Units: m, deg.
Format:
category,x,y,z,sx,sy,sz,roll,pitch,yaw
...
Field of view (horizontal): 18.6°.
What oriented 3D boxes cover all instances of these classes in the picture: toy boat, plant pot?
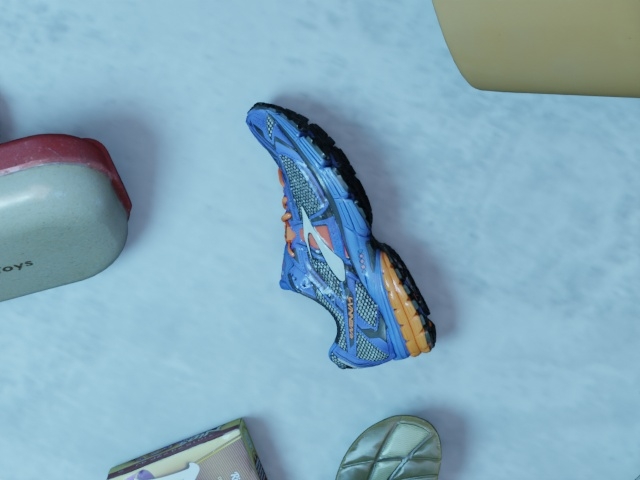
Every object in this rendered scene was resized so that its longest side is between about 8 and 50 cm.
category,x,y,z,sx,sy,sz,roll,pitch,yaw
toy boat,-0.259,-0.041,1.412,0.231,0.151,0.151,-14,64,0
plant pot,0.184,-0.216,1.328,0.203,0.291,0.291,-11,95,17

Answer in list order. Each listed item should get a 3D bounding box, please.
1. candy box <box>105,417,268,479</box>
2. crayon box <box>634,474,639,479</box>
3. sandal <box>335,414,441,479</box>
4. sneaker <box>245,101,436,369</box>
category,x,y,z,sx,sy,sz,roll,pitch,yaw
candy box,-0.075,0.239,1.461,0.109,0.053,0.186,-21,96,2
crayon box,0.367,0.112,1.377,0.083,0.203,0.323,44,93,-4
sandal,0.041,0.207,1.465,0.072,0.049,0.180,16,109,4
sneaker,0.000,0.000,1.431,0.087,0.083,0.221,-28,92,7
